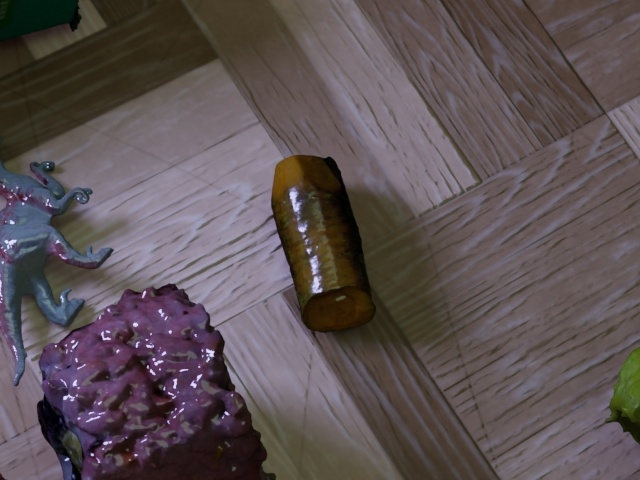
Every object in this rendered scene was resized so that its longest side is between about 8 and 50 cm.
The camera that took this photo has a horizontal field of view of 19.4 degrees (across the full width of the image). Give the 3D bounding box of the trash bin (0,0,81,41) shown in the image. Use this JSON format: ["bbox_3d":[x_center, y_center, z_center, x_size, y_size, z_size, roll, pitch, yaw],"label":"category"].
[{"bbox_3d":[-0.428,-0.304,1.788,0.381,0.259,0.295,-13,71,-23],"label":"trash bin"}]

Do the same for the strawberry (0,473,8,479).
[{"bbox_3d":[-0.291,0.302,1.656,0.167,0.087,0.208,17,38,-25],"label":"strawberry"}]

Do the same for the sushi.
[{"bbox_3d":[-0.144,0.177,1.625,0.171,0.270,0.236,-22,61,-15],"label":"sushi"}]

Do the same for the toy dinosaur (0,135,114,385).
[{"bbox_3d":[-0.289,0.020,1.778,0.167,0.053,0.242,19,66,-2],"label":"toy dinosaur"}]

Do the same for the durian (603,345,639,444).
[{"bbox_3d":[0.443,0.141,1.811,0.256,0.204,0.339,47,57,-6],"label":"durian"}]

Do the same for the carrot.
[{"bbox_3d":[0.000,0.000,1.829,0.082,0.082,0.173,-9,66,-15],"label":"carrot"}]
